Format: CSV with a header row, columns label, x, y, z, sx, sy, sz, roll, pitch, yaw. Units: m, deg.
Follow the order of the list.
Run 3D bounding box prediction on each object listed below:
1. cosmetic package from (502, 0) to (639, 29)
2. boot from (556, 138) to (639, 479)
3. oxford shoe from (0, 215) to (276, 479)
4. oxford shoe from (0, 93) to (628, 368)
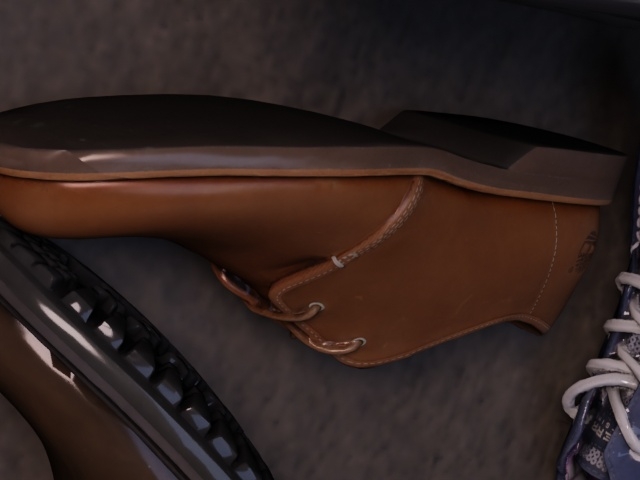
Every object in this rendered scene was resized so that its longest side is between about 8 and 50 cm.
label,x,y,z,sx,sy,sz,roll,pitch,yaw
cosmetic package,0.114,-0.164,0.467,0.224,0.138,0.224,-4,104,-59
boot,0.116,0.037,0.598,0.086,0.069,0.190,-29,121,-21
oxford shoe,-0.046,0.096,0.506,0.096,0.083,0.227,-33,109,-3
oxford shoe,0.000,0.000,0.516,0.212,0.076,0.076,5,103,-36
